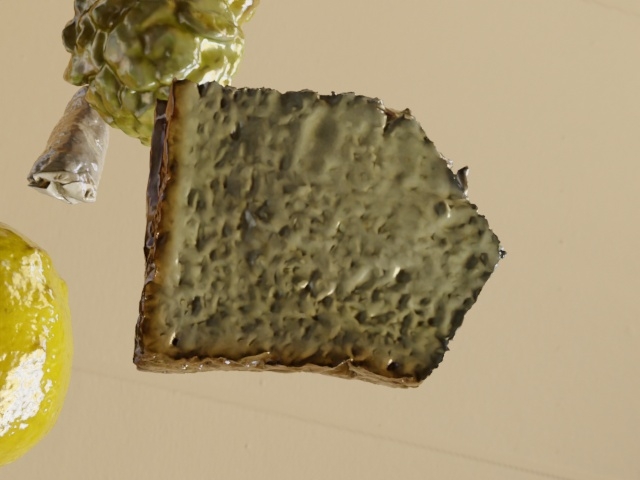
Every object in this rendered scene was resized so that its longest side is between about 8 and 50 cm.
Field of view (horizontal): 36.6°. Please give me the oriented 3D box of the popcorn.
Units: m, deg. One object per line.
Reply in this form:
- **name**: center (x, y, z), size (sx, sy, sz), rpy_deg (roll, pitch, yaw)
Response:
- **popcorn**: center (-0.187, -0.235, 1.123), size (0.212, 0.259, 0.259), rpy_deg (12, -121, -14)

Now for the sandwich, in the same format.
- **sandwich**: center (0.000, 0.000, 0.895), size (0.325, 0.131, 0.262), rpy_deg (4, -100, -4)

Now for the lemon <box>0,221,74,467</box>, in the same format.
- **lemon**: center (-0.390, 0.112, 1.032), size (0.260, 0.260, 0.284), rpy_deg (-30, -75, -23)

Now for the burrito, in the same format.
- **burrito**: center (-0.309, -0.122, 1.225), size (0.082, 0.059, 0.275), rpy_deg (26, -154, -19)
